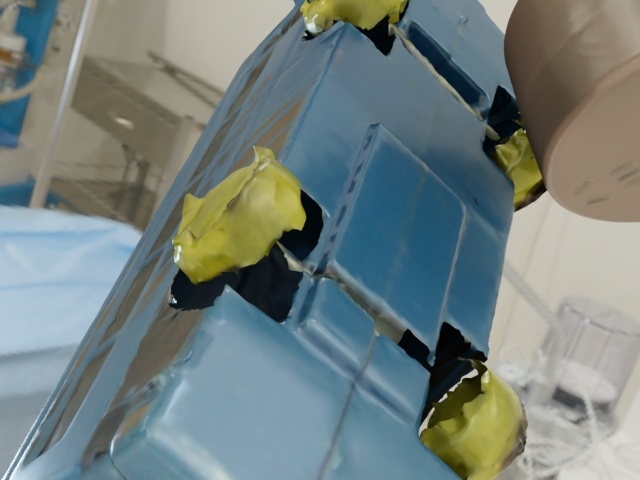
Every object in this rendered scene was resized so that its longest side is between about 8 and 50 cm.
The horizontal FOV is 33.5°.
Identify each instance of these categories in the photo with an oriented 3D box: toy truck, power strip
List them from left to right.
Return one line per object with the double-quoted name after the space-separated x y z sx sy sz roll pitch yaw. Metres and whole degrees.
0.000 0.000 0.507 0.161 0.162 0.385 41 41 -19 "toy truck"
0.160 -0.074 0.472 0.154 0.154 0.078 8 55 -32 "power strip"
